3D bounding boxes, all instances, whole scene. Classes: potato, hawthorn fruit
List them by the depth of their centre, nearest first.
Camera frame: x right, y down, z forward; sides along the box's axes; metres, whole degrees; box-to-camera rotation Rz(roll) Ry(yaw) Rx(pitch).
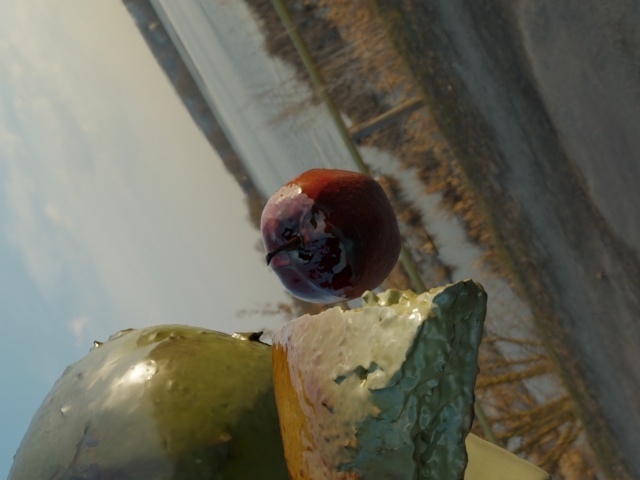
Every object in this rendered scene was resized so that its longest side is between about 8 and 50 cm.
[{"bbox_3d":[-0.114,0.193,0.528,0.210,0.307,0.173,16,169,29],"label":"potato"},{"bbox_3d":[0.000,0.000,0.936,0.194,0.157,0.157,-18,-103,-59],"label":"hawthorn fruit"}]

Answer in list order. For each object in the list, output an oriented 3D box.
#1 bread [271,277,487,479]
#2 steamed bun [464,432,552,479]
[{"bbox_3d":[0.010,0.070,0.375,0.136,0.054,0.154,35,119,58],"label":"bread"},{"bbox_3d":[0.094,0.266,0.803,0.226,0.170,0.200,24,149,26],"label":"steamed bun"}]
